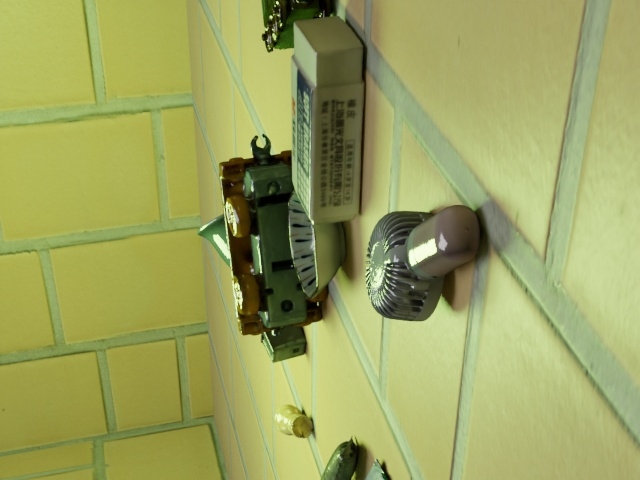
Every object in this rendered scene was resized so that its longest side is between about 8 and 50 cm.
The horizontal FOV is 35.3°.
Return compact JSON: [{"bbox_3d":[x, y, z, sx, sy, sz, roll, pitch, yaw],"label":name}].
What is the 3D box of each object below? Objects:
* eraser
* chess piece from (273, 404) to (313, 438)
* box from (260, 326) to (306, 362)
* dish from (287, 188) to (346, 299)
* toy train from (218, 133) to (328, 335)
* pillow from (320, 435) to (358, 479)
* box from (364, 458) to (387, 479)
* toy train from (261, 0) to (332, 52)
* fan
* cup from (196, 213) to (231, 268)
[{"bbox_3d":[0.007,-0.172,1.463,0.124,0.081,0.279,-116,21,-54],"label":"eraser"},{"bbox_3d":[-0.054,0.390,2.142,0.122,0.066,0.066,179,83,-72],"label":"chess piece"},{"bbox_3d":[-0.074,0.207,2.065,0.060,0.084,0.063,101,153,-53],"label":"box"},{"bbox_3d":[0.000,0.000,1.641,0.190,0.066,0.191,171,90,-76],"label":"dish"},{"bbox_3d":[-0.099,-0.014,1.841,0.231,0.163,0.369,-145,48,-71],"label":"toy train"},{"bbox_3d":[0.028,0.410,1.743,0.093,0.051,0.241,-63,-9,-48],"label":"pillow"},{"bbox_3d":[0.056,0.527,1.619,0.337,0.105,0.264,103,156,-60],"label":"box"},{"bbox_3d":[-0.043,-0.375,1.556,0.225,0.090,0.137,146,119,-76],"label":"toy train"},{"bbox_3d":[0.116,0.018,1.130,0.244,0.074,0.130,143,130,-70],"label":"fan"},{"bbox_3d":[-0.129,0.005,2.035,0.150,0.199,0.199,63,166,2],"label":"cup"}]
